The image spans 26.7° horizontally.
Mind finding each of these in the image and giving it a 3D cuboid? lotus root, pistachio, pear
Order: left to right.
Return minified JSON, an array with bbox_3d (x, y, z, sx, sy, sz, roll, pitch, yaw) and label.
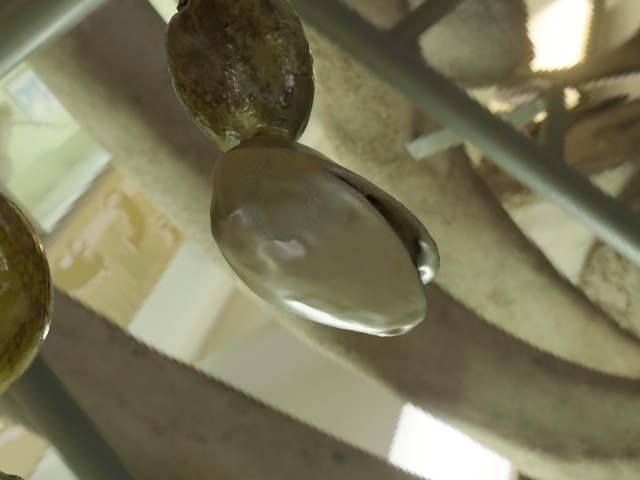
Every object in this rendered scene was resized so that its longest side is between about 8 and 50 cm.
[{"bbox_3d":[-0.395,0.053,1.254,0.281,0.281,0.281,-37,-166,11],"label":"pear"},{"bbox_3d":[-0.068,-0.145,1.204,0.138,0.214,0.138,-16,157,-7],"label":"lotus root"},{"bbox_3d":[0.000,0.000,1.095,0.152,0.223,0.126,-21,-139,41],"label":"pistachio"}]

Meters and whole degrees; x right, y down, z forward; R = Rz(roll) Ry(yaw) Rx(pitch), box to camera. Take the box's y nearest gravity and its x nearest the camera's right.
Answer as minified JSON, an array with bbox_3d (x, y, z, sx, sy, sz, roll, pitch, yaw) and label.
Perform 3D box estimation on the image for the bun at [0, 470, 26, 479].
[{"bbox_3d":[-0.276,0.256,1.072,0.239,0.239,0.141,-26,-139,43],"label":"bun"}]
